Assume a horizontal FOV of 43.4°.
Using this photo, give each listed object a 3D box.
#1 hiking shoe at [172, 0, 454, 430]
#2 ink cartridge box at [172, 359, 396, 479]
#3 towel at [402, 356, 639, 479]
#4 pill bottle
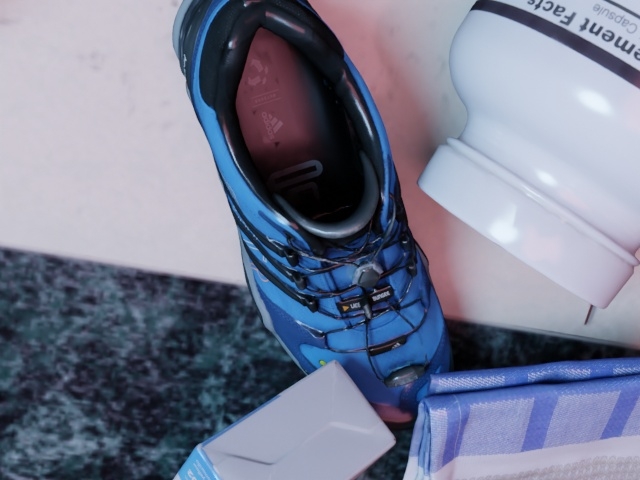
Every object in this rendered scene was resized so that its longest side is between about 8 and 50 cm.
[{"bbox_3d":[0.000,0.000,0.451,0.113,0.132,0.304,-27,110,0],"label":"hiking shoe"},{"bbox_3d":[-0.044,0.157,0.485,0.061,0.104,0.181,51,139,16],"label":"ink cartridge box"},{"bbox_3d":[0.150,0.194,0.551,0.209,0.034,0.285,-3,125,-10],"label":"towel"},{"bbox_3d":[0.192,-0.129,0.416,0.181,0.181,0.323,30,101,-17],"label":"pill bottle"}]
